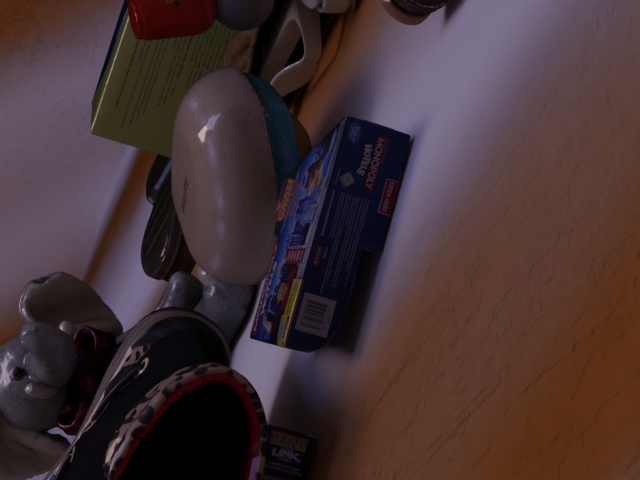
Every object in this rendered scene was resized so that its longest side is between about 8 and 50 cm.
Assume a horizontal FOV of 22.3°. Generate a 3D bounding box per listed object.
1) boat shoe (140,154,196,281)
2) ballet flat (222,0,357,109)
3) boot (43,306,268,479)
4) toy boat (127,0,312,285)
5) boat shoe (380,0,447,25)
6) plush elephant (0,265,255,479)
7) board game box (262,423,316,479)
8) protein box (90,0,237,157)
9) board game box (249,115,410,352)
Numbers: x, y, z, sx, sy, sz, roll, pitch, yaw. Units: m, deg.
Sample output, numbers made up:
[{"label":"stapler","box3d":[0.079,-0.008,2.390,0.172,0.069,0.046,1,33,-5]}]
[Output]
[{"label":"boat shoe","box3d":[-0.148,-0.037,1.960,0.110,0.104,0.307,-57,17,25]},{"label":"ballet flat","box3d":[-0.019,-0.252,1.705,0.342,0.116,0.124,-61,38,44]},{"label":"boot","box3d":[-0.161,0.244,1.366,0.377,0.138,0.284,-64,13,-3]},{"label":"toy boat","box3d":[-0.082,-0.126,1.603,0.267,0.148,0.318,112,142,-66]},{"label":"boat shoe","box3d":[0.091,-0.277,1.334,0.073,0.073,0.207,129,147,-55]},{"label":"plush elephant","box3d":[-0.243,0.152,1.767,0.330,0.255,0.272,130,153,-60]},{"label":"board game box","box3d":[-0.062,0.233,1.378,0.170,0.048,0.141,149,135,-71]},{"label":"protein box","box3d":[-0.151,-0.207,1.949,0.136,0.201,0.199,-108,37,-68]},{"label":"board game box","box3d":[0.000,0.000,1.384,0.194,0.060,0.194,180,106,-78]}]
